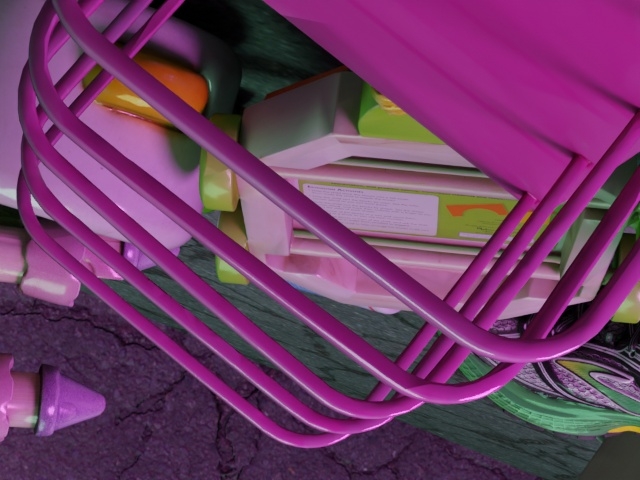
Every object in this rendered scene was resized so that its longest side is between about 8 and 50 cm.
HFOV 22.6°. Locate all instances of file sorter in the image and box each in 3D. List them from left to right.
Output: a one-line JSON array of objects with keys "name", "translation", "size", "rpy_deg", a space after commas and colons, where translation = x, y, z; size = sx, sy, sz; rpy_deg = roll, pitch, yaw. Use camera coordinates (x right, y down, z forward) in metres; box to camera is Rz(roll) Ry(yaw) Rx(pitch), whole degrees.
[{"name": "file sorter", "translation": [0.010, -0.048, 0.578], "size": [0.202, 0.182, 0.290], "rpy_deg": [38, 164, -2]}]

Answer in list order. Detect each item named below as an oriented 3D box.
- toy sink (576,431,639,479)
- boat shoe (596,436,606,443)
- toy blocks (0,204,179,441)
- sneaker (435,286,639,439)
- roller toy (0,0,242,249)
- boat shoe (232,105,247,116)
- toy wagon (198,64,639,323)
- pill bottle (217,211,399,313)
[{"name": "toy sink", "translation": [0.350, 0.187, 1.382], "size": [0.153, 0.234, 0.131], "rpy_deg": [24, -161, -22]}, {"name": "boat shoe", "translation": [0.338, 0.176, 1.536], "size": [0.305, 0.091, 0.109], "rpy_deg": [31, -158, -37]}, {"name": "toy blocks", "translation": [-0.230, -0.017, 1.267], "size": [0.260, 0.308, 0.288], "rpy_deg": [5, -173, -15]}, {"name": "sneaker", "translation": [0.242, 0.077, 1.206], "size": [0.344, 0.134, 0.146], "rpy_deg": [20, 145, 21]}, {"name": "roller toy", "translation": [-0.150, -0.087, 0.967], "size": [0.191, 0.146, 0.209], "rpy_deg": [17, 180, 7]}, {"name": "boat shoe", "translation": [-0.108, -0.069, 1.179], "size": [0.073, 0.073, 0.207], "rpy_deg": [22, 169, -17]}, {"name": "toy wagon", "translation": [0.068, -0.031, 0.913], "size": [0.267, 0.068, 0.344], "rpy_deg": [5, 158, 4]}, {"name": "pill bottle", "translation": [0.000, 0.000, 1.288], "size": [0.160, 0.087, 0.087], "rpy_deg": [14, 168, 29]}]
